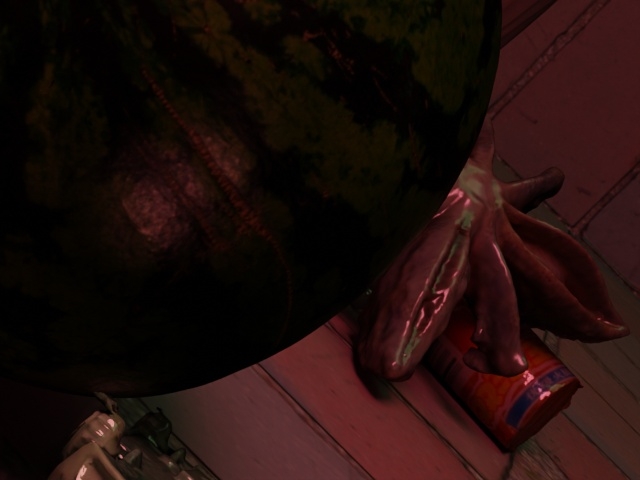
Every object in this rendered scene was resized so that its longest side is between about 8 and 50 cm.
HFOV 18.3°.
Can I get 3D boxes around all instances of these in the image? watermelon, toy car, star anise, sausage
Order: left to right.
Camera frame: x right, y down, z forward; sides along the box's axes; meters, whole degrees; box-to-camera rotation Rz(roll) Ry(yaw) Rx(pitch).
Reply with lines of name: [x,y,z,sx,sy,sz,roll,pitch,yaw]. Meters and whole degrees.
watermelon: [-0.075,-0.083,0.734,0.285,0.285,0.285,43,11,-10]
toy car: [-0.055,0.103,0.685,0.093,0.058,0.186,45,-1,6]
sausage: [0.069,0.027,1.406,0.274,0.074,0.074,48,11,20]
star anise: [0.070,0.006,1.285,0.257,0.110,0.198,-16,74,-39]

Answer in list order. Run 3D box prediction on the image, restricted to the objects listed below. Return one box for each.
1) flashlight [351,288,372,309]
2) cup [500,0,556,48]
flashlight: [0.000,0.000,1.359,0.110,0.052,0.031,38,-25,-2]
cup: [0.029,-0.209,1.610,0.288,0.273,0.208,30,25,-58]
